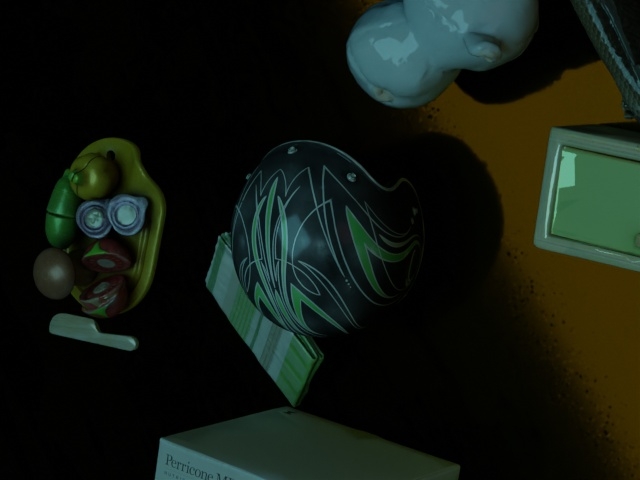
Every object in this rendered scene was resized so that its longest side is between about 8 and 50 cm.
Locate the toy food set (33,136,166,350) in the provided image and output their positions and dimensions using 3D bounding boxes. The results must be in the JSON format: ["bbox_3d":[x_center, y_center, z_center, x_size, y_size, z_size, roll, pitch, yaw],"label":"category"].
[{"bbox_3d":[-0.228,0.008,1.913,0.128,0.071,0.218,18,105,32],"label":"toy food set"}]

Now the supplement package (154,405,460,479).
[{"bbox_3d":[-0.027,0.310,1.728,0.199,0.198,0.263,16,103,33],"label":"supplement package"}]

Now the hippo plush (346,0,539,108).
[{"bbox_3d":[0.086,-0.249,1.627,0.294,0.234,0.236,-34,100,30],"label":"hippo plush"}]

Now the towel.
[{"bbox_3d":[-0.051,0.071,1.803,0.152,0.023,0.113,53,156,16],"label":"towel"}]

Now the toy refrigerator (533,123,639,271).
[{"bbox_3d":[0.308,-0.018,1.532,0.269,0.094,0.102,15,102,32],"label":"toy refrigerator"}]

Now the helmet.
[{"bbox_3d":[0.000,0.000,1.697,0.169,0.161,0.169,-2,86,33],"label":"helmet"}]

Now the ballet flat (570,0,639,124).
[{"bbox_3d":[0.232,-0.195,1.585,0.250,0.084,0.058,63,147,8],"label":"ballet flat"}]
